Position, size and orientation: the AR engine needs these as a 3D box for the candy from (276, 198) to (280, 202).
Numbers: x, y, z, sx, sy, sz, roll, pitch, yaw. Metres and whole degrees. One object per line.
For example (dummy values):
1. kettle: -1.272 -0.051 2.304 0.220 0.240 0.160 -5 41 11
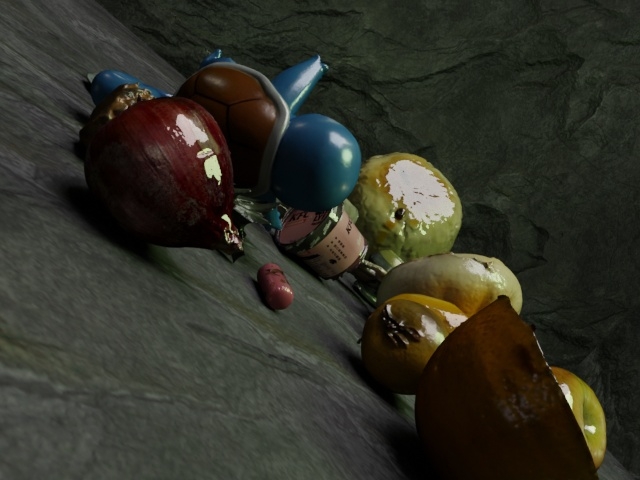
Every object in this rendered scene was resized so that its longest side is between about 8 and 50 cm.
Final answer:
1. candy: -0.102 -0.115 1.278 0.092 0.160 0.073 51 13 18

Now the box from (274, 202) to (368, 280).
1. box: 0.007 -0.005 1.286 0.135 0.151 0.151 49 3 -27

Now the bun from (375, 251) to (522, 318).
1. bun: 0.262 0.149 1.324 0.299 0.299 0.165 33 44 -49

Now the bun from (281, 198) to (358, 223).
1. bun: -0.026 -0.080 1.540 0.239 0.141 0.239 37 3 -2

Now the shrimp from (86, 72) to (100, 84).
1. shrimp: -0.327 -0.254 1.276 0.247 0.085 0.360 34 12 -11

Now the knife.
1. knife: 0.003 -0.004 1.425 0.365 0.043 0.089 35 -36 -2

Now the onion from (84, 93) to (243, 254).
1. onion: -0.153 -0.057 0.699 0.195 0.159 0.159 51 8 2

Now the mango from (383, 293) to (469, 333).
1. mango: 0.211 0.189 1.155 0.252 0.154 0.126 41 -13 4

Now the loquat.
1. loquat: 0.126 0.156 0.958 0.141 0.141 0.141 41 7 -6

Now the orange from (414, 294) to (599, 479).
1. orange: 0.238 0.213 0.788 0.274 0.274 0.310 43 -36 13

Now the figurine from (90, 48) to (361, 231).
1. figurine: -0.132 -0.181 1.035 0.416 0.298 0.243 21 7 1

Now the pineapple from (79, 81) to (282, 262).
1. pineapple: -0.186 -0.088 0.889 0.277 0.119 0.130 39 -36 -27

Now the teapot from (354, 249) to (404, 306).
1. teapot: 0.159 0.099 1.528 0.165 0.119 0.130 37 11 -44

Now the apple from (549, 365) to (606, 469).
1. apple: 0.409 0.334 1.190 0.235 0.173 0.210 47 44 -32

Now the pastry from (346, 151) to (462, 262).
1. pastry: 0.215 -0.059 1.919 0.388 0.388 0.313 44 -32 14

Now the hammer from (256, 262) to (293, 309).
1. hammer: -0.062 0.063 0.899 0.043 0.043 0.083 38 7 -30
